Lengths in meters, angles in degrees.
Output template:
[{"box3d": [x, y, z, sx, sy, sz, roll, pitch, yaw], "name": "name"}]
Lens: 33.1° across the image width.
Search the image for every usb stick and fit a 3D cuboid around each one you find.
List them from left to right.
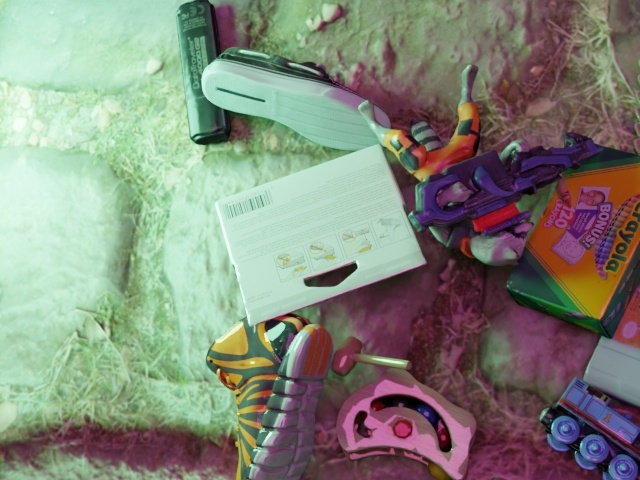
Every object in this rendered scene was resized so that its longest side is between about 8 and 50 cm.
[{"box3d": [-0.209, -0.301, 1.917, 0.077, 0.045, 0.278, -13, 70, 11], "name": "usb stick"}]

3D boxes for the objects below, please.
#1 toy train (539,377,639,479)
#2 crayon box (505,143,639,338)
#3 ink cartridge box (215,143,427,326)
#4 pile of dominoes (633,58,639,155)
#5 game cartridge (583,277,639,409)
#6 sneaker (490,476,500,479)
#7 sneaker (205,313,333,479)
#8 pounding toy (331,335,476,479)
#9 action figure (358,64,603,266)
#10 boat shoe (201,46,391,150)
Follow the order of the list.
[{"box3d": [0.421, 0.292, 1.610, 0.184, 0.080, 0.105, 34, 74, 17], "name": "toy train"}, {"box3d": [0.429, -0.005, 1.679, 0.165, 0.081, 0.278, 21, 75, 35], "name": "crayon box"}, {"box3d": [0.000, 0.000, 1.741, 0.296, 0.066, 0.261, -19, 55, 2], "name": "ink cartridge box"}, {"box3d": [0.616, -0.205, 1.778, 0.196, 0.040, 0.251, 5, 64, 11], "name": "pile of dominoes"}, {"box3d": [0.548, 0.123, 1.630, 0.198, 0.062, 0.297, 19, 74, 37], "name": "game cartridge"}, {"box3d": [0.153, 0.447, 1.575, 0.447, 0.169, 0.257, 23, 68, 7], "name": "sneaker"}, {"box3d": [-0.102, 0.263, 1.687, 0.180, 0.124, 0.321, 16, 87, 34], "name": "sneaker"}, {"box3d": [0.108, 0.271, 1.621, 0.269, 0.155, 0.154, 32, 75, 17], "name": "pounding toy"}, {"box3d": [0.254, -0.108, 1.700, 0.341, 0.178, 0.330, -14, 67, -17], "name": "action figure"}, {"box3d": [-0.031, -0.259, 1.836, 0.335, 0.121, 0.119, 20, 52, 3], "name": "boat shoe"}]
